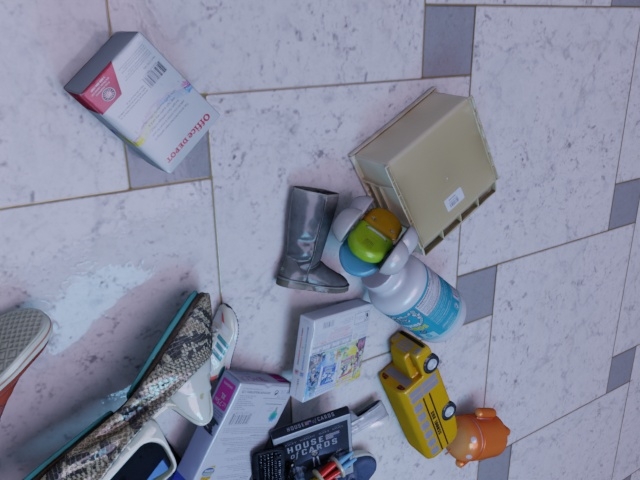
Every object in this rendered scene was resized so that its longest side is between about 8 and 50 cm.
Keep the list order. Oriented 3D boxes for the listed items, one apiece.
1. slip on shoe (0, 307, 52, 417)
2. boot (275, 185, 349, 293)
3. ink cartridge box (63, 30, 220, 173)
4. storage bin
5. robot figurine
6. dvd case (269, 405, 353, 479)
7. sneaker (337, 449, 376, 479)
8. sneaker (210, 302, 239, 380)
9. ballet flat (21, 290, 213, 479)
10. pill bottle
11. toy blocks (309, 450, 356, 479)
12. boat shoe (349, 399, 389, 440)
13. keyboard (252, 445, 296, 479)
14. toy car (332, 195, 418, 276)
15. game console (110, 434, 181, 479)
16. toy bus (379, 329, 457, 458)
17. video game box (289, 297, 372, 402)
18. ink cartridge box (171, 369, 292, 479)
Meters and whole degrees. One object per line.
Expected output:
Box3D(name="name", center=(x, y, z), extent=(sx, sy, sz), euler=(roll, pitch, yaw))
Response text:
Box3D(name="slip on shoe", center=(-0.537, 0.244, 0.923), extent=(0.331, 0.123, 0.101), euler=(-52, 148, -8))
Box3D(name="boot", center=(0.002, 0.001, 1.227), extent=(0.189, 0.076, 0.209), euler=(9, 94, -38))
Box3D(name="ink cartridge box", center=(-0.275, -0.213, 0.921), extent=(0.128, 0.127, 0.176), euler=(-51, 126, -10))
Box3D(name="storage bin", center=(0.237, -0.147, 1.295), extent=(0.262, 0.123, 0.261), euler=(-40, 125, -17))
Box3D(name="robot figurine", center=(0.433, 0.550, 1.663), extent=(0.219, 0.128, 0.158), euler=(7, 145, -36))
Box3D(name="dvd case", center=(-0.014, 0.479, 1.338), extent=(0.179, 0.030, 0.239), euler=(-15, 131, -13))
Box3D(name="sneaker", center=(0.026, 0.658, 1.412), extent=(0.350, 0.148, 0.131), euler=(-39, 123, -17))
Box3D(name="sneaker", center=(-0.209, 0.202, 1.152), extent=(0.075, 0.057, 0.162), euler=(0, 109, -40))
Box3D(name="ballet flat", center=(-0.302, 0.315, 1.015), extent=(0.182, 0.164, 0.483), euler=(40, 65, -1))
Box3D(name="pill bottle", center=(0.207, 0.122, 1.352), extent=(0.264, 0.146, 0.146), euler=(35, 85, -36))
Box3D(name="toy blocks", center=(0.015, 0.542, 1.343), extent=(0.148, 0.054, 0.123), euler=(-28, 144, -23))
Box3D(name="boat shoe", center=(0.080, 0.439, 1.432), extent=(0.184, 0.066, 0.063), euler=(-19, 88, -16))
Box3D(name="keyboard", center=(-0.095, 0.515, 1.284), extent=(0.100, 0.038, 0.192), euler=(-12, 130, -17))
Box3D(name="toy car", center=(0.097, 0.009, 1.197), extent=(0.136, 0.159, 0.182), euler=(-56, 175, 31))
Box3D(name="game console", center=(-0.353, 0.575, 1.115), extent=(0.342, 0.060, 0.387), euler=(-48, 129, -37))
Box3D(name="toy bus", center=(0.245, 0.388, 1.493), extent=(0.130, 0.108, 0.333), euler=(-35, 123, -17))
Box3D(name="video game box", center=(0.025, 0.234, 1.299), extent=(0.205, 0.048, 0.187), euler=(-7, 108, -50))
Box3D(name="ink cartridge box", center=(-0.187, 0.418, 1.213), extent=(0.185, 0.065, 0.311), euler=(25, 89, -55))
